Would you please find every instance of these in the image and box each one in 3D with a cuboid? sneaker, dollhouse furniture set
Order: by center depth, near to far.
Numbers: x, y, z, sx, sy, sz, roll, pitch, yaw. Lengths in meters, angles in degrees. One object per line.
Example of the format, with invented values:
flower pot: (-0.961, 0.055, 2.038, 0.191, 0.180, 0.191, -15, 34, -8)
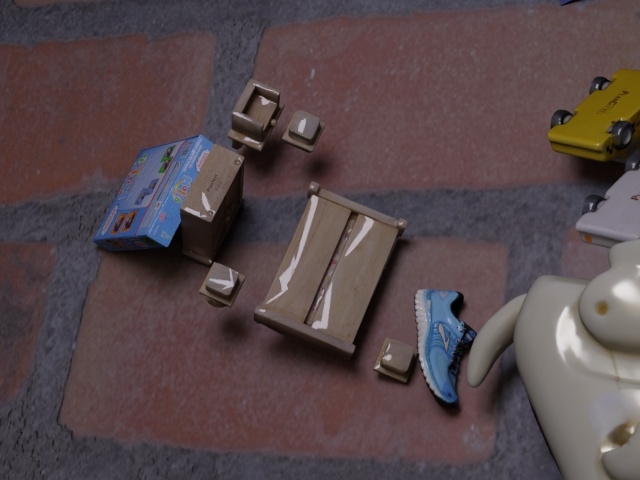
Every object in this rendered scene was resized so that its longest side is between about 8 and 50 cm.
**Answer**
sneaker: (0.160, 0.130, 1.499, 0.073, 0.063, 0.162, -10, 62, 12)
dollhouse furniture set: (0.000, 0.000, 1.632, 0.355, 0.174, 0.303, 24, 71, 3)

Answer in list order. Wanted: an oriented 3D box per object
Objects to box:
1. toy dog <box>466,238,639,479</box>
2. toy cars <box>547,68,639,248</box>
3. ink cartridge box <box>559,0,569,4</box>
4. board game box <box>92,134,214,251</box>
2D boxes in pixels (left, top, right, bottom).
toy dog: (0.324, 0.227, 1.264, 0.395, 0.284, 0.408, 0, 67, 21)
toy cars: (0.375, -0.086, 1.447, 0.176, 0.087, 0.394, -11, 32, 8)
ink cartridge box: (0.428, -0.523, 1.653, 0.303, 0.072, 0.307, -23, 54, 38)
board game box: (-0.237, -0.063, 1.694, 0.211, 0.039, 0.160, -2, 58, 59)
